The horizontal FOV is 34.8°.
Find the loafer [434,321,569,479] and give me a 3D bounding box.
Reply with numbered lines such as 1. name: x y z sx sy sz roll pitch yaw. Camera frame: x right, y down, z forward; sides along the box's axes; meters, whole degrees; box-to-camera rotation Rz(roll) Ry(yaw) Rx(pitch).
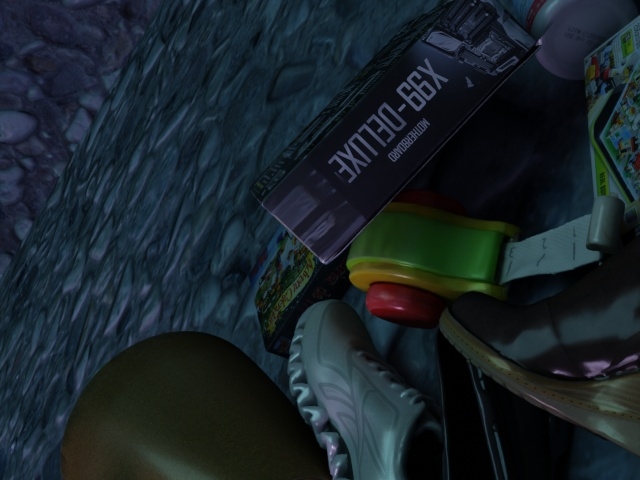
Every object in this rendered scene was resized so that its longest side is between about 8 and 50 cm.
1. loafer: 0.110 0.190 0.695 0.109 0.095 0.302 -38 37 49

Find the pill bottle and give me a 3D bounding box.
1. pill bottle: 0.205 -0.212 0.865 0.087 0.087 0.160 -52 28 31

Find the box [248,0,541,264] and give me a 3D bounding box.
1. box: 0.046 -0.103 0.929 0.242 0.076 0.307 -47 8 -1

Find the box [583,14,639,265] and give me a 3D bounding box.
1. box: 0.244 -0.078 0.725 0.114 0.036 0.207 -40 35 46

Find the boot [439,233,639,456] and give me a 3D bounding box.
1. boot: 0.205 0.023 0.620 0.248 0.090 0.207 27 88 46

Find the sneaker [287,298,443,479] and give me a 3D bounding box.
1. sneaker: 0.053 0.154 0.859 0.118 0.110 0.292 -45 39 26

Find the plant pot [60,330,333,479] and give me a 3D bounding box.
1. plant pot: -0.086 0.232 0.955 0.254 0.237 0.237 19 86 55

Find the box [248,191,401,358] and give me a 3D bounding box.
1. box: 0.000 0.000 1.164 0.233 0.044 0.159 -58 25 21

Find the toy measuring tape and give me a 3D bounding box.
1. toy measuring tape: 0.101 0.005 0.814 0.330 0.121 0.121 153 135 -68
